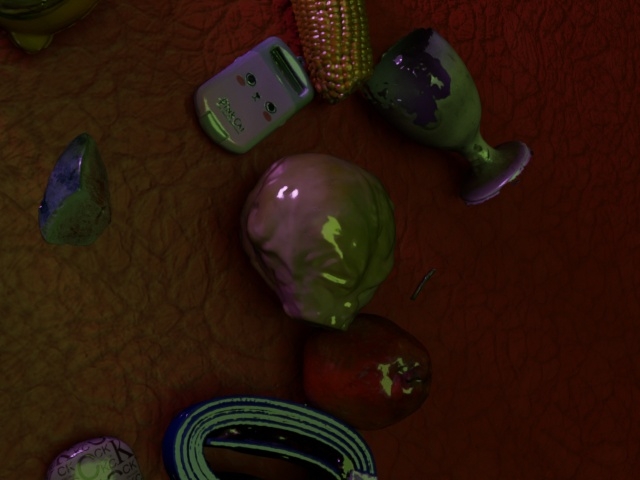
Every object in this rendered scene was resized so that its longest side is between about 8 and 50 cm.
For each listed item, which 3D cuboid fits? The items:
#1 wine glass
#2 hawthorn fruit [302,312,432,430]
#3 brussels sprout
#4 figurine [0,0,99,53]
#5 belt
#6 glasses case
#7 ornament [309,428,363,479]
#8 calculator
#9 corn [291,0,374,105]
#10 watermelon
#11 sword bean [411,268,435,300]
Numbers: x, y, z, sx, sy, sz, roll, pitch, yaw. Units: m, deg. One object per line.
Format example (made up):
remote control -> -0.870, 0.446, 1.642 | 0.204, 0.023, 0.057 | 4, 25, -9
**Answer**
wine glass -> 0.243, -0.243, 1.330 | 0.357, 0.190, 0.190 | 43, 69, -23
hawthorn fruit -> 0.091, 0.230, 1.173 | 0.210, 0.262, 0.210 | -2, 93, -32
brussels sprout -> -0.005, -0.012, 1.149 | 0.273, 0.243, 0.316 | 53, 44, -36
figurine -> -0.445, -0.450, 0.950 | 0.324, 0.231, 0.340 | -33, 113, -1
belt -> -0.083, 0.370, 1.116 | 0.347, 0.117, 0.212 | 20, 67, -16
glasses case -> -0.311, 0.475, 1.038 | 0.137, 0.085, 0.354 | -18, 96, -30
ornament -> 0.016, 0.463, 1.233 | 0.230, 0.061, 0.245 | -31, 96, -28
calculator -> -0.114, -0.260, 1.210 | 0.246, 0.045, 0.141 | -42, 107, -25
corn -> 0.012, -0.446, 1.236 | 0.144, 0.144, 0.387 | -19, 97, -28
watermelon -> -0.372, -0.081, 1.058 | 0.094, 0.081, 0.180 | 2, 92, -54
sword bean -> 0.210, 0.089, 1.389 | 0.012, 0.012, 0.083 | 46, 69, -19
